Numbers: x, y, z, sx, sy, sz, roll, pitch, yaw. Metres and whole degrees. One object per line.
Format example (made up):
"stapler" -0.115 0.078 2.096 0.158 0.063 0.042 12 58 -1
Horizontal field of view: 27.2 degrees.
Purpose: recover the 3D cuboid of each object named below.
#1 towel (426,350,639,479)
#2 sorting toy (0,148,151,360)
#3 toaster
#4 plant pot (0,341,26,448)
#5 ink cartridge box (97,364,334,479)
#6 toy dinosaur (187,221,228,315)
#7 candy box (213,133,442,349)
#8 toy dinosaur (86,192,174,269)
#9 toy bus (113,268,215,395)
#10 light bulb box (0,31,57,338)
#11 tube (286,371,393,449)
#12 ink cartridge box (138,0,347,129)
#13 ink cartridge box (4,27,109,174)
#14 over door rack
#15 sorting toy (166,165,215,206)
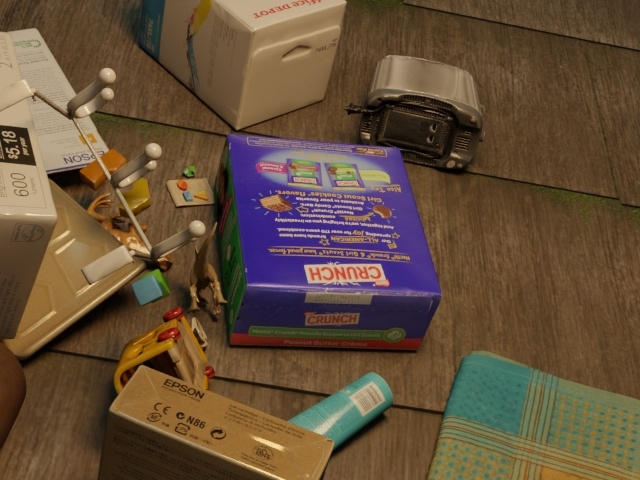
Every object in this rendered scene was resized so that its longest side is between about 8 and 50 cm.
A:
"towel" 0.267 0.304 1.637 0.271 0.040 0.370 18 43 6
"sorting toy" -0.341 0.010 1.751 0.229 0.041 0.307 37 59 25
"toaster" 0.153 -0.211 2.120 0.227 0.129 0.146 11 37 -1
"plant pot" -0.433 0.196 1.452 0.215 0.215 0.230 25 28 12
"ink cartridge box" -0.121 0.266 1.447 0.235 0.193 0.088 21 39 7
"toy dinosaur" -0.155 0.045 1.731 0.053 0.183 0.092 -9 72 -8
"candy box" 0.000 0.000 1.839 0.268 0.122 0.317 4 41 -13
"toy dinosaur" -0.303 -0.006 1.803 0.211 0.064 0.112 4 43 -11
"toy bus" -0.196 0.156 1.614 0.104 0.202 0.191 -25 55 2
"light bulb box" -0.543 -0.081 1.579 0.361 0.225 0.358 3 44 -29
"tube" 0.000 0.233 1.634 0.207 0.052 0.080 -29 51 -32
"ink cartridge box" -0.130 -0.350 2.139 0.198 0.197 0.270 -23 53 -36
"ink cartridge box" -0.511 -0.171 1.928 0.324 0.071 0.330 -13 52 -28
"over door rack" -0.248 -0.083 1.588 0.239 0.108 0.324 59 9 0
"sorting toy" -0.195 -0.082 1.958 0.062 0.012 0.083 -7 45 -23
